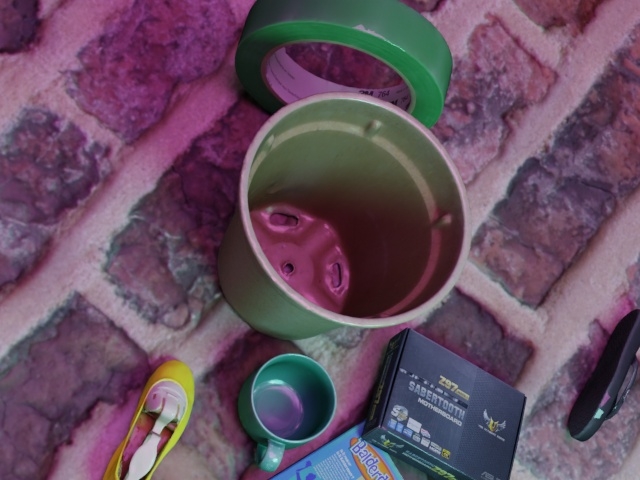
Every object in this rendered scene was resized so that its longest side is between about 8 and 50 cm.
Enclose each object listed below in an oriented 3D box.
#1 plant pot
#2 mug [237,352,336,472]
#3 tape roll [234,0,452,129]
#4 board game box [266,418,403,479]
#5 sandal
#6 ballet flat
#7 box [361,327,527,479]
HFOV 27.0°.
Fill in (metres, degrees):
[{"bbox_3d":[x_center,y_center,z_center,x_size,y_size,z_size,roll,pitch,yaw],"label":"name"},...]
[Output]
[{"bbox_3d":[0.000,0.000,1.906,0.334,0.305,0.333,7,70,-19],"label":"plant pot"},{"bbox_3d":[-0.063,0.243,1.912,0.158,0.097,0.129,-36,87,-27],"label":"mug"},{"bbox_3d":[0.034,-0.261,2.003,0.321,0.321,0.077,22,65,-13],"label":"tape roll"},{"bbox_3d":[0.021,0.378,1.925,0.210,0.047,0.160,-27,83,-27],"label":"board game box"},{"bbox_3d":[0.476,0.218,2.134,0.054,0.097,0.254,38,62,-6],"label":"sandal"},{"bbox_3d":[-0.229,0.263,1.850,0.077,0.077,0.231,30,63,-8],"label":"ballet flat"},{"bbox_3d":[0.189,0.263,2.000,0.233,0.059,0.183,31,51,-15],"label":"box"}]
